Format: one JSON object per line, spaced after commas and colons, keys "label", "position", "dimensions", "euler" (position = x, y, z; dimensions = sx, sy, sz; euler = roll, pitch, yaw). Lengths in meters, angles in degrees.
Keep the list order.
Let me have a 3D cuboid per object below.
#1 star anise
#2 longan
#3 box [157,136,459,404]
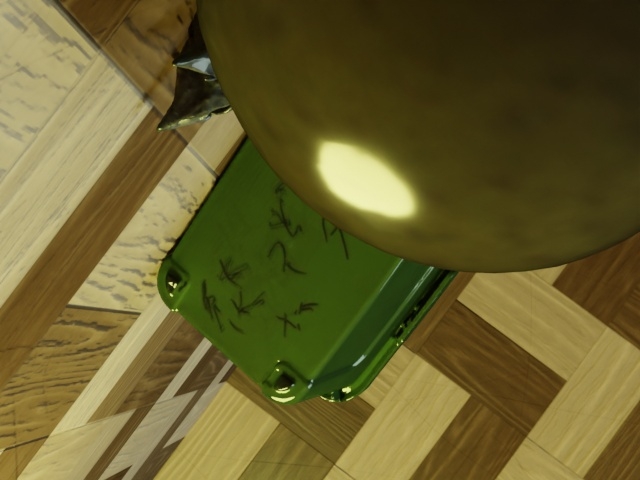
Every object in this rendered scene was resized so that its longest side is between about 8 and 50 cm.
{"label": "star anise", "position": [-0.046, -0.141, 0.812], "dimensions": [0.181, 0.061, 0.204], "euler": [-51, 175, -30]}
{"label": "longan", "position": [0.111, -0.158, 0.616], "dimensions": [0.361, 0.361, 0.361], "euler": [-53, 175, -6]}
{"label": "box", "position": [0.000, 0.000, 1.251], "dimensions": [0.329, 0.252, 0.178], "euler": [-56, 166, 20]}
